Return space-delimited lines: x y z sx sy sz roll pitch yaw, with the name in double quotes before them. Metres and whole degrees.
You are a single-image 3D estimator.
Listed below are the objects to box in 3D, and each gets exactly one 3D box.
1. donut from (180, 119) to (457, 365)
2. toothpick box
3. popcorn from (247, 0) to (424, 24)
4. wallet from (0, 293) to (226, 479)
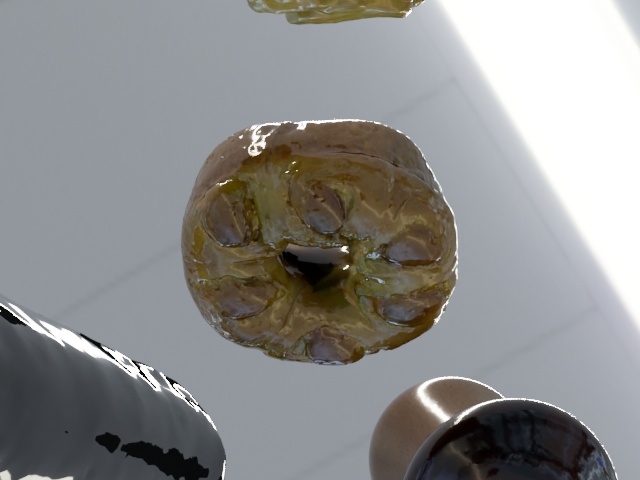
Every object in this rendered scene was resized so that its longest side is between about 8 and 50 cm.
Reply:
"donut" -0.001 0.002 1.518 0.226 0.114 0.226 -1 -49 -1
"toothpick box" 0.143 0.215 1.680 0.192 0.294 0.192 -1 -82 -11
"popcorn" 0.017 -0.195 1.083 0.167 0.152 0.148 -19 -68 -14
"wallet" -0.164 0.068 0.328 0.228 0.062 0.406 -41 -22 1
